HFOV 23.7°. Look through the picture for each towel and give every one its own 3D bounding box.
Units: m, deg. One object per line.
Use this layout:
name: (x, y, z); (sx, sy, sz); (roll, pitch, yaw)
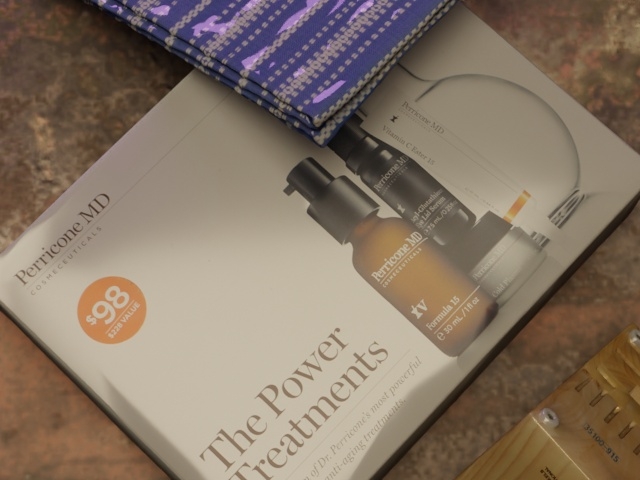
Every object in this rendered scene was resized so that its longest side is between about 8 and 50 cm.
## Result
towel: (-0.037, -0.217, 1.075); (0.336, 0.040, 0.243); (33, 72, 34)

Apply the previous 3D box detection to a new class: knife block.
knife block: (0.120, 0.191, 1.023); (0.088, 0.242, 0.275); (49, 34, 9)

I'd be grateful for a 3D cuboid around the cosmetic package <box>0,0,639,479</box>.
cosmetic package: (0.000, 0.000, 1.056); (0.284, 0.097, 0.377); (42, 77, 12)
